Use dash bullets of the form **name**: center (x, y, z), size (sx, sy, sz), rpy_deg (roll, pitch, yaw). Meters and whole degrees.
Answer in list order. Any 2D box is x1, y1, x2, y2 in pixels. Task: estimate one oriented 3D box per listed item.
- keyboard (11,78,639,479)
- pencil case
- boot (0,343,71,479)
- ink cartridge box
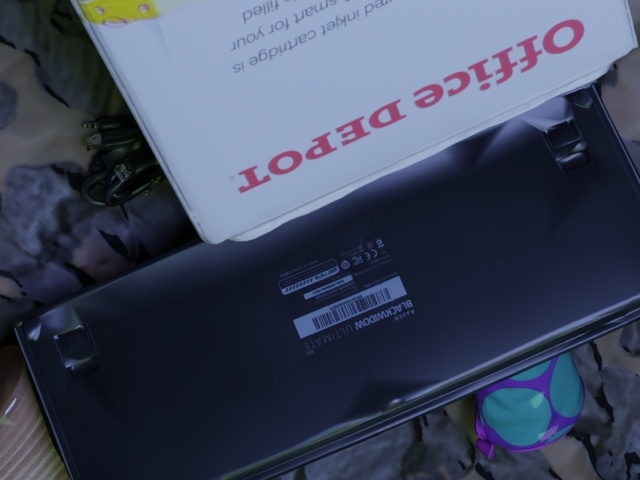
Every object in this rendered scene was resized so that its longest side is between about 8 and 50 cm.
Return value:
- **keyboard**: center (0.000, 0.000, 0.902), size (0.317, 0.033, 0.201), rpy_deg (-22, 77, -3)
- **pencil case**: center (0.089, 0.042, 0.975), size (0.070, 0.064, 0.151), rpy_deg (-33, 118, -10)
- **boot**: center (-0.166, 0.207, 0.988), size (0.220, 0.109, 0.283), rpy_deg (40, 94, -29)
- **ink cartridge box**: center (-0.014, -0.173, 0.768), size (0.226, 0.131, 0.306), rpy_deg (-24, 138, 0)
